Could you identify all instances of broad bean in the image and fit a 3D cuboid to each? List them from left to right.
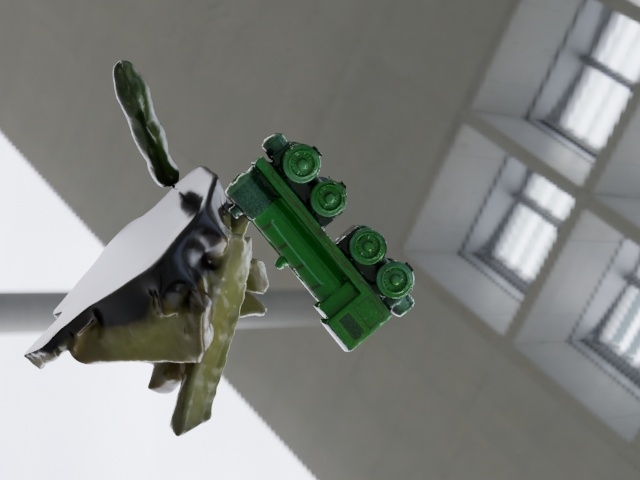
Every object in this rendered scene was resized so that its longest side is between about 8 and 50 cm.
[{"bbox_3d":[-0.241,-0.151,1.738,0.254,0.047,0.065,74,-4,-46],"label":"broad bean"}]

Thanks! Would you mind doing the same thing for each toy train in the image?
[{"bbox_3d":[0.000,0.000,1.375,0.119,0.085,0.251,-41,-82,-4],"label":"toy train"}]

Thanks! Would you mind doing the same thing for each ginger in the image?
[{"bbox_3d":[-0.210,0.095,1.763,0.358,0.211,0.413,-35,-161,20],"label":"ginger"}]
